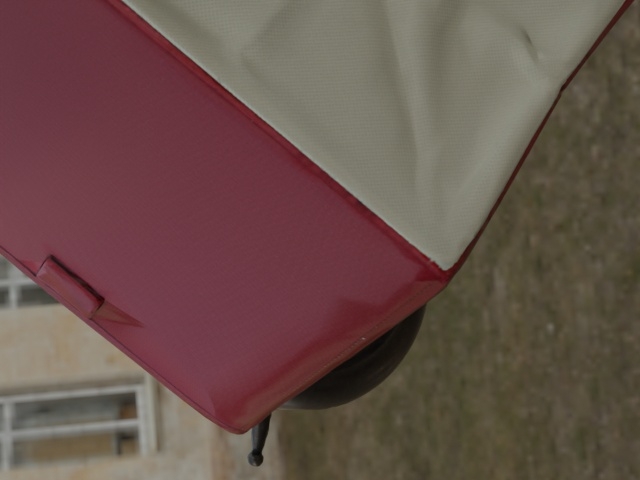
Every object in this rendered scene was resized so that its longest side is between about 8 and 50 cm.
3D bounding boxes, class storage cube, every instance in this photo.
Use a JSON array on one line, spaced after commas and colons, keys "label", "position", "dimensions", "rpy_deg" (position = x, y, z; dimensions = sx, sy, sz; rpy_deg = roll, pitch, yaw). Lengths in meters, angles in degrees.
[{"label": "storage cube", "position": [-0.023, -0.072, 0.584], "dimensions": [0.183, 0.215, 0.193], "rpy_deg": [-52, 6, -31]}]

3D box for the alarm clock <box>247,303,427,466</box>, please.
[{"label": "alarm clock", "position": [0.000, 0.000, 0.728], "dimensions": [0.129, 0.192, 0.064], "rpy_deg": [49, 152, -16]}]
